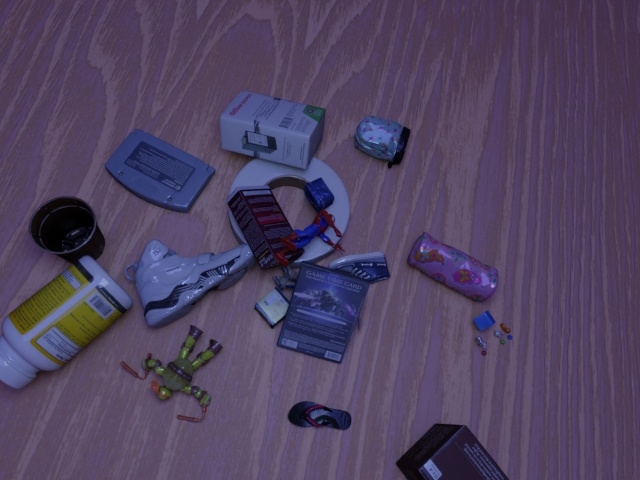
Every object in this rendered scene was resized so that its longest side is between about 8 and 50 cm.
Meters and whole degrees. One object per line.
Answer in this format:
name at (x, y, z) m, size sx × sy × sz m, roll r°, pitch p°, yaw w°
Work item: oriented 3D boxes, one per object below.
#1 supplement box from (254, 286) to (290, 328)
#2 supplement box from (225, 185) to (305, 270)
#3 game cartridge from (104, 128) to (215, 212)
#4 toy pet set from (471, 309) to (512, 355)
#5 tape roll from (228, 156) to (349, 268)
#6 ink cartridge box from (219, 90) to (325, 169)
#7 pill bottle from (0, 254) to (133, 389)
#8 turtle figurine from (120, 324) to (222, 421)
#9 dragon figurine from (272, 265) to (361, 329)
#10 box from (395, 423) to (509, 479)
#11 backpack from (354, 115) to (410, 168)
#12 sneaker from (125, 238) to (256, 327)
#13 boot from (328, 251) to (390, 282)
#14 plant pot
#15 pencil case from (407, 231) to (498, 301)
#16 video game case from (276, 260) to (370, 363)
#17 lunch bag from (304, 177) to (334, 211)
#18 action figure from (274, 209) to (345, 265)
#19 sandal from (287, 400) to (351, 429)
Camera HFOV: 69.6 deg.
supplement box at (-0.137, 0.198, 1.353) m, size 0.083 × 0.056 × 0.083 m, roll -39°, pitch 79°, yaw -20°
supplement box at (-0.159, -0.041, 1.328) m, size 0.130 × 0.073 × 0.240 m, roll -10°, pitch 66°, yaw -51°
game cartridge at (-0.512, -0.215, 1.460) m, size 0.297 × 0.062 × 0.198 m, roll 28°, pitch 72°, yaw 3°
toy pet set at (0.531, 0.275, 1.419) m, size 0.122 × 0.065 × 0.114 m, roll -26°, pitch 75°, yaw -17°
tape roll at (-0.098, -0.102, 1.467) m, size 0.391 × 0.072 × 0.393 m, roll 3°, pitch 69°, yaw -8°
ink cartridge box at (-0.150, -0.360, 1.478) m, size 0.288 × 0.122 × 0.211 m, roll 15°, pitch 42°, yaw 7°
pill bottle at (-0.679, 0.211, 1.197) m, size 0.188 × 0.188 × 0.334 m, roll 43°, pitch 69°, yaw 9°
turtle figurine at (-0.384, 0.339, 1.245) m, size 0.269 × 0.087 × 0.217 m, roll 33°, pitch 68°, yaw 5°
dragon figurine at (-0.002, 0.160, 1.372) m, size 0.289 × 0.144 × 0.085 m, roll 35°, pitch 65°, yaw -15°
box at (0.331, 0.596, 1.192) m, size 0.167 × 0.203 × 0.169 m, roll -34°, pitch 78°, yaw -19°
backpack at (0.209, -0.353, 1.588) m, size 0.181 × 0.115 × 0.152 m, roll 18°, pitch 70°, yaw 2°
sneaker at (-0.370, 0.067, 1.312) m, size 0.365 × 0.137 × 0.210 m, roll -34°, pitch 78°, yaw -9°
boot at (0.123, 0.091, 1.426) m, size 0.189 × 0.069 × 0.086 m, roll -10°, pitch 68°, yaw -14°
plant pot at (-0.694, -0.013, 1.293) m, size 0.166 × 0.165 × 0.167 m, roll 3°, pitch 68°, yaw -8°
pencil case at (0.418, 0.084, 1.451) m, size 0.283 × 0.124 × 0.124 m, roll 27°, pitch 68°, yaw 2°
video game case at (0.005, 0.206, 1.291) m, size 0.195 × 0.026 × 0.275 m, roll 17°, pitch 111°, yaw -2°
lunch bag at (-0.011, -0.142, 1.421) m, size 0.065 × 0.067 × 0.098 m, roll -30°, pitch 75°, yaw -18°
action figure at (0.000, 0.000, 1.314) m, size 0.139 × 0.092 × 0.280 m, roll 35°, pitch 35°, yaw 7°
sandal at (0.000, 0.484, 1.272) m, size 0.179 × 0.040 × 0.067 m, roll 9°, pitch 68°, yaw -5°
